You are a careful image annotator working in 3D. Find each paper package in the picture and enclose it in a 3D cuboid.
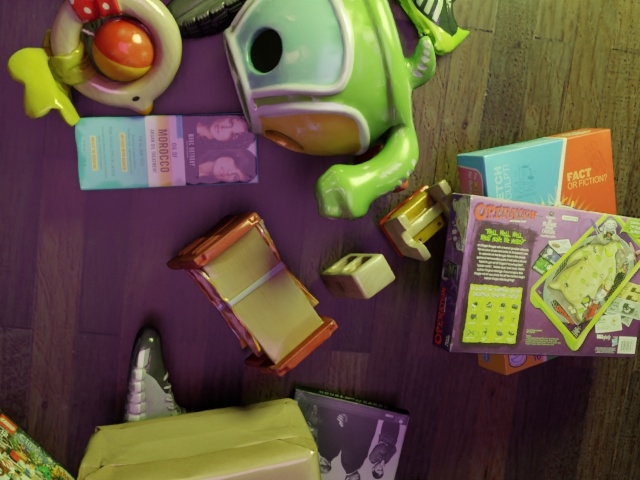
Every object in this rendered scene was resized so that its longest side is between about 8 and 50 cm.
[{"bbox_3d":[-0.146,0.408,1.135,0.309,0.168,0.325,-8,109,-6],"label":"paper package"}]

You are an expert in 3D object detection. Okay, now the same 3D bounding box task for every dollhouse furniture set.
[{"bbox_3d":[0.000,0.000,1.175,0.374,0.152,0.201,-38,103,-18],"label":"dollhouse furniture set"}]

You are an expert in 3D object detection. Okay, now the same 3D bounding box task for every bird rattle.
[{"bbox_3d":[-0.278,-0.267,1.052,0.206,0.143,0.254,21,112,-19],"label":"bird rattle"}]

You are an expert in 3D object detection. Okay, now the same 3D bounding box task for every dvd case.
[{"bbox_3d":[0.023,0.355,1.261,0.179,0.029,0.239,13,98,1],"label":"dvd case"}]

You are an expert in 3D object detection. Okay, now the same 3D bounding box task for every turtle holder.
[{"bbox_3d":[0.009,-0.201,1.071,0.227,0.243,0.321,-17,106,-8],"label":"turtle holder"}]

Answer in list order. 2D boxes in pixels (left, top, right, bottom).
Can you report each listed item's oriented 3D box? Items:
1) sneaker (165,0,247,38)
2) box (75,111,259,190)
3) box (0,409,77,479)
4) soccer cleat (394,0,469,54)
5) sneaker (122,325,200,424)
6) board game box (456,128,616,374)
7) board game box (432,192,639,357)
[{"bbox_3d":[-0.110,-0.380,1.106,0.286,0.109,0.130,-38,93,-7],"label":"sneaker"},{"bbox_3d":[-0.210,-0.125,1.145,0.244,0.060,0.101,-3,100,-8],"label":"box"},{"bbox_3d":[-0.396,0.356,1.149,0.044,0.159,0.233,-42,103,2],"label":"box"},{"bbox_3d":[0.146,-0.348,1.165,0.072,0.060,0.179,-37,109,-11],"label":"soccer cleat"},{"bbox_3d":[-0.217,0.232,1.201,0.132,0.086,0.229,7,109,-14],"label":"sneaker"},{"bbox_3d":[0.328,0.011,1.209,0.242,0.064,0.317,-14,102,-26],"label":"board game box"},{"bbox_3d":[0.319,0.055,1.147,0.346,0.056,0.208,6,97,-28],"label":"board game box"}]
